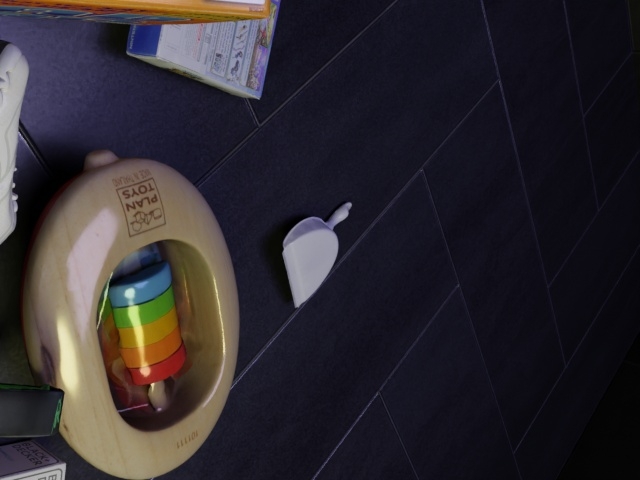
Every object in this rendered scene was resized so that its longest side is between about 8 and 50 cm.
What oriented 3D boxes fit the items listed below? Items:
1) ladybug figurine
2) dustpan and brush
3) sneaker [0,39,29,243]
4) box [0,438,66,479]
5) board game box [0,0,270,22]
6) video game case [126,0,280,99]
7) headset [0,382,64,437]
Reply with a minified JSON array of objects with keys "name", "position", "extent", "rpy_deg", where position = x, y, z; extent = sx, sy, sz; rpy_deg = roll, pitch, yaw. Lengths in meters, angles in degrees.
[{"name":"ladybug figurine","position":[-0.255,0.095,1.057],"extent":[0.305,0.162,0.448],"rpy_deg":[-24,118,-44]},{"name":"dustpan and brush","position":[0.000,0.000,1.417],"extent":[0.211,0.060,0.147],"rpy_deg":[-38,138,-28]},{"name":"sneaker","position":[-0.373,-0.070,0.862],"extent":[0.118,0.110,0.292],"rpy_deg":[19,95,-57]},{"name":"box","position":[-0.458,0.353,0.956],"extent":[0.290,0.087,0.169],"rpy_deg":[1,100,-49]},{"name":"board game box","position":[-0.271,-0.378,0.687],"extent":[0.357,0.356,0.356],"rpy_deg":[-4,105,-29]},{"name":"video game case","position":[-0.142,-0.353,1.105],"extent":[0.244,0.061,0.269],"rpy_deg":[7,95,-61]},{"name":"headset","position":[-0.458,0.131,0.802],"extent":[0.395,0.243,0.185],"rpy_deg":[8,79,-27]}]
